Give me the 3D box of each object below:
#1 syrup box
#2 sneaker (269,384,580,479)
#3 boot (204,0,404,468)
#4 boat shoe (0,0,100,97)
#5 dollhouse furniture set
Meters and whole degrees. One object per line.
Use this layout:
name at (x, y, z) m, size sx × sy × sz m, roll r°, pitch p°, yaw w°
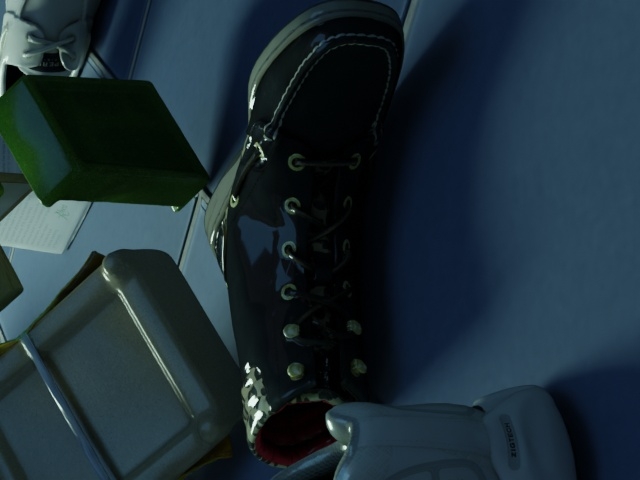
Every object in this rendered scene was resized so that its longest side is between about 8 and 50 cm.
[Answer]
syrup box at (-0.335, -0.066, 1.456) m, size 0.096 × 0.237 × 0.093 m, roll 126°, pitch 146°, yaw -44°
sneaker at (0.006, 0.162, 0.779) m, size 0.292 × 0.118 × 0.110 m, roll 121°, pitch 146°, yaw -42°
boot at (0.001, 0.001, 0.887) m, size 0.236 × 0.085 × 0.179 m, roll 119°, pitch 148°, yaw -49°
boat shoe at (-0.265, -0.192, 1.525) m, size 0.267 × 0.096 × 0.088 m, roll -55°, pitch 39°, yaw 46°
dollhouse furniture set at (-0.158, 0.057, 1.144) m, size 0.197 × 0.151 × 0.301 m, roll -40°, pitch 72°, yaw 24°
